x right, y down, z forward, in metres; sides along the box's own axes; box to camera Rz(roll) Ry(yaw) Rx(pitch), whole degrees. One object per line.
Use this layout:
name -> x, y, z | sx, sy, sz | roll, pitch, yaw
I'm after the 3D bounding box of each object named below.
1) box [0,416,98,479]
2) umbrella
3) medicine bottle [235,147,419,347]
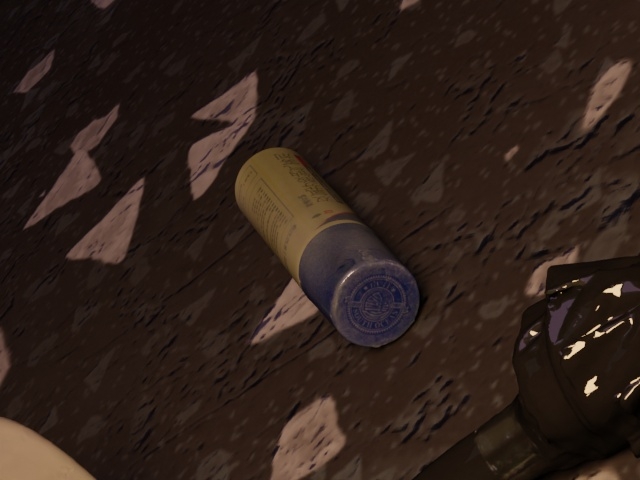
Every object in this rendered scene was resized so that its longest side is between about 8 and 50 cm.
box -> -0.210, 0.206, 1.008 | 0.206, 0.291, 0.262 | -43, 2, -25
umbrella -> 0.160, 0.042, 0.871 | 0.340, 0.118, 0.118 | -44, 24, 30
medicine bottle -> 0.000, 0.000, 1.203 | 0.059, 0.059, 0.231 | -46, 26, 2
